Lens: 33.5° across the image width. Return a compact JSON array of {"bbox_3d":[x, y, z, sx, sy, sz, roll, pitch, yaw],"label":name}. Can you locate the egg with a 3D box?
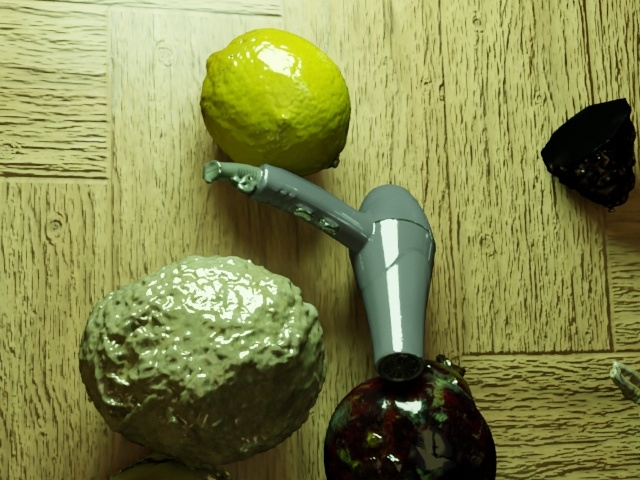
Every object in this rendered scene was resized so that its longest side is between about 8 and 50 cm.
[{"bbox_3d":[-0.139,0.149,1.312,0.311,0.279,0.279,-9,83,-27],"label":"egg"}]

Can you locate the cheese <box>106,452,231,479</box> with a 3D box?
[{"bbox_3d":[-0.218,0.409,1.326,0.260,0.128,0.315,34,79,-16],"label":"cheese"}]

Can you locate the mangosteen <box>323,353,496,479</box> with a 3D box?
[{"bbox_3d":[0.135,0.265,1.416,0.231,0.231,0.289,52,38,-2],"label":"mangosteen"}]

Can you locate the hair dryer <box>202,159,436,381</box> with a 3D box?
[{"bbox_3d":[0.000,0.000,1.368,0.361,0.121,0.301,28,39,-24],"label":"hair dryer"}]

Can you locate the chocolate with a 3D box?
[{"bbox_3d":[0.424,-0.113,1.599,0.156,0.156,0.133,-47,114,-18],"label":"chocolate"}]

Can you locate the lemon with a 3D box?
[{"bbox_3d":[-0.059,-0.181,1.432,0.231,0.192,0.192,40,73,3],"label":"lemon"}]

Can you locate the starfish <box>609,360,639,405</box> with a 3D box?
[{"bbox_3d":[0.584,0.370,1.535,0.384,0.132,0.397,1,89,-8],"label":"starfish"}]
